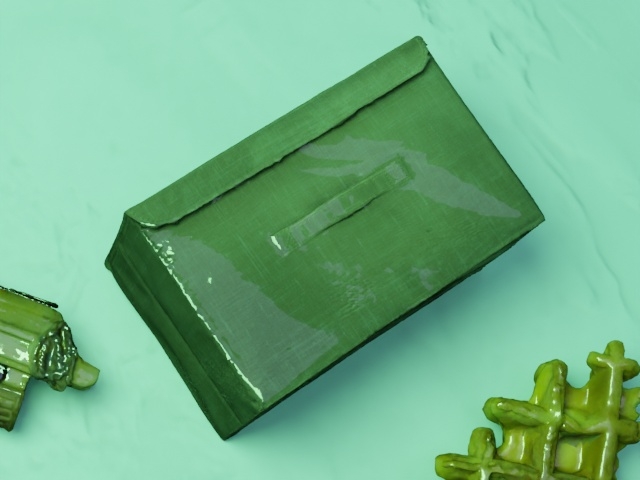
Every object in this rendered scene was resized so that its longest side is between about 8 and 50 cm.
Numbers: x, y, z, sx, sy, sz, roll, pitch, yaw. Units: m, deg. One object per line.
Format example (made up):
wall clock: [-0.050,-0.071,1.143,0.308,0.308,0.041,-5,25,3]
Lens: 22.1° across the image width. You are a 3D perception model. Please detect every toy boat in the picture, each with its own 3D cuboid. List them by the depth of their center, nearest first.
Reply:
toy boat: [-0.253,0.058,1.052,0.226,0.068,0.088,20,78,-7]

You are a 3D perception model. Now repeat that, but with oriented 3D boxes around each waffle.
waffle: [0.187,0.237,1.106,0.259,0.069,0.293,-39,89,-16]

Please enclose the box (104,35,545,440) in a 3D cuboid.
box: [0.000,0.000,1.077,0.231,0.155,0.149,-33,85,-19]
